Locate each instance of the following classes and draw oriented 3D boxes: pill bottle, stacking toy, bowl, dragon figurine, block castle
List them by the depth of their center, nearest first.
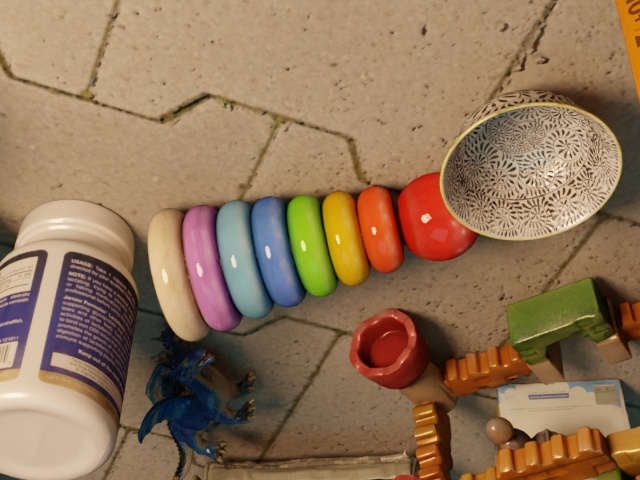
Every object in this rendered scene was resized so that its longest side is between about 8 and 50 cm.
[{"bbox_3d":[0.194,-0.087,1.198,0.170,0.080,0.170,-1,135,-1],"label":"bowl"},{"bbox_3d":[-0.265,0.094,1.269,0.153,0.265,0.153,1,138,1],"label":"pill bottle"},{"bbox_3d":[0.000,0.000,1.280,0.330,0.141,0.141,-14,135,5],"label":"stacking toy"},{"bbox_3d":[0.255,0.163,1.311,0.453,0.303,0.213,-21,139,22],"label":"block castle"},{"bbox_3d":[-0.171,0.201,1.511,0.144,0.085,0.289,21,133,-20],"label":"dragon figurine"}]

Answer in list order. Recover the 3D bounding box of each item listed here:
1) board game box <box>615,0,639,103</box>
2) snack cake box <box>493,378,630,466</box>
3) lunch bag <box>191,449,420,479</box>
[{"bbox_3d":[0.479,-0.097,0.983,0.356,0.356,0.356,-25,131,26],"label":"board game box"},{"bbox_3d":[0.300,0.290,1.597,0.152,0.089,0.264,-4,137,2],"label":"snack cake box"},{"bbox_3d":[-0.008,0.398,1.632,0.305,0.212,0.256,-1,118,1],"label":"lunch bag"}]
